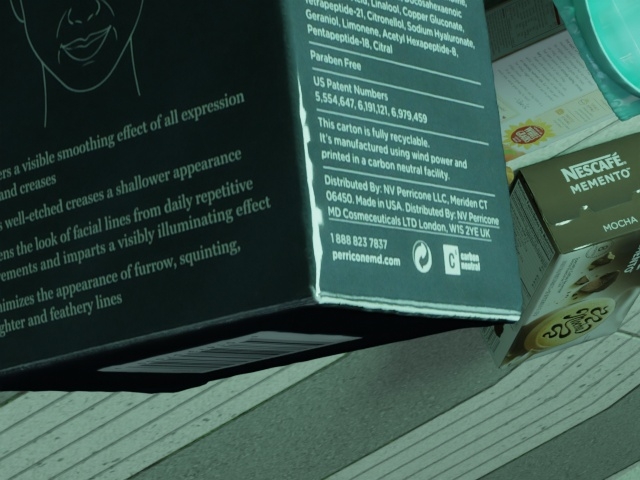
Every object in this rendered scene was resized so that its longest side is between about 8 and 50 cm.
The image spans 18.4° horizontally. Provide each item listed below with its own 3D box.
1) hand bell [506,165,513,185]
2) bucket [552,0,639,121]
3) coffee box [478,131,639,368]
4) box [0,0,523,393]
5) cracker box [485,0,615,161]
[{"bbox_3d":[0.079,-0.070,1.845,0.242,0.126,0.126,6,143,-31],"label":"hand bell"},{"bbox_3d":[0.271,-0.239,1.585,0.183,0.281,0.281,-27,157,13],"label":"bucket"},{"bbox_3d":[0.290,0.016,2.298,0.168,0.119,0.297,-16,155,-19],"label":"coffee box"},{"bbox_3d":[-0.072,-0.121,1.227,0.293,0.396,0.212,-14,168,37],"label":"box"},{"bbox_3d":[0.223,-0.168,1.831,0.232,0.067,0.155,-22,145,24],"label":"cracker box"}]
